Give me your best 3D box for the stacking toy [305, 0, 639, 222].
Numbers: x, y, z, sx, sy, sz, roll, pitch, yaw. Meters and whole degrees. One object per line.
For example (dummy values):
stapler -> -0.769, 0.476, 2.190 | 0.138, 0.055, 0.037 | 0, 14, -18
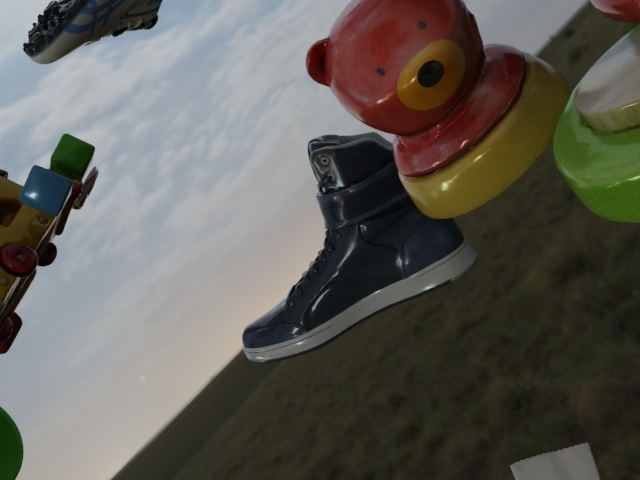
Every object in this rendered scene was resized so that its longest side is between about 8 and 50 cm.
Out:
stacking toy -> 0.147, -0.157, 0.463 | 0.309, 0.130, 0.279 | -51, 21, -4

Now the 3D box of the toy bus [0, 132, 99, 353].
toy bus -> -0.271, -0.006, 0.718 | 0.191, 0.104, 0.202 | -66, 11, -8

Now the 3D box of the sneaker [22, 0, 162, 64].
sneaker -> -0.224, -0.251, 0.952 | 0.085, 0.086, 0.237 | -5, 36, 39

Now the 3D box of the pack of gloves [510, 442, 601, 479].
pack of gloves -> 0.202, 0.336, 0.843 | 0.195, 0.232, 0.046 | -21, -31, 16

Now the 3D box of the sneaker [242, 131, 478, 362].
sneaker -> 0.001, -0.001, 0.775 | 0.226, 0.163, 0.086 | -29, 12, 10

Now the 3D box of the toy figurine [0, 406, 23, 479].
toy figurine -> -0.378, 0.224, 0.805 | 0.159, 0.173, 0.130 | -58, 5, 32
